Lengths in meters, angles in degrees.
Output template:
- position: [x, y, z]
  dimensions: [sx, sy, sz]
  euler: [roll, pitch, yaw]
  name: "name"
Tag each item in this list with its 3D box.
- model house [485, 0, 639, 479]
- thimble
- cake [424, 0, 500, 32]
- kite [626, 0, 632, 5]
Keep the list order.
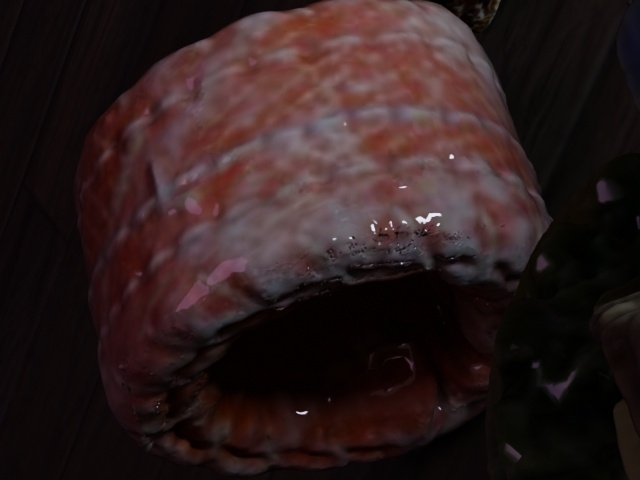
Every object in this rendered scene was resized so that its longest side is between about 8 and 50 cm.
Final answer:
- position: [0.159, 0.033, 0.541]
  dimensions: [0.261, 0.266, 0.321]
  euler: [-20, 52, 5]
  name: "model house"
- position: [0.000, 0.000, 0.899]
  dimensions: [0.239, 0.239, 0.162]
  euler: [-49, 45, 37]
  name: "thimble"
- position: [0.113, -0.229, 0.966]
  dimensions: [0.246, 0.135, 0.112]
  euler: [-40, 55, 4]
  name: "cake"
- position: [0.173, -0.156, 0.888]
  dimensions: [0.078, 0.002, 0.044]
  euler: [-43, 47, 41]
  name: "kite"
